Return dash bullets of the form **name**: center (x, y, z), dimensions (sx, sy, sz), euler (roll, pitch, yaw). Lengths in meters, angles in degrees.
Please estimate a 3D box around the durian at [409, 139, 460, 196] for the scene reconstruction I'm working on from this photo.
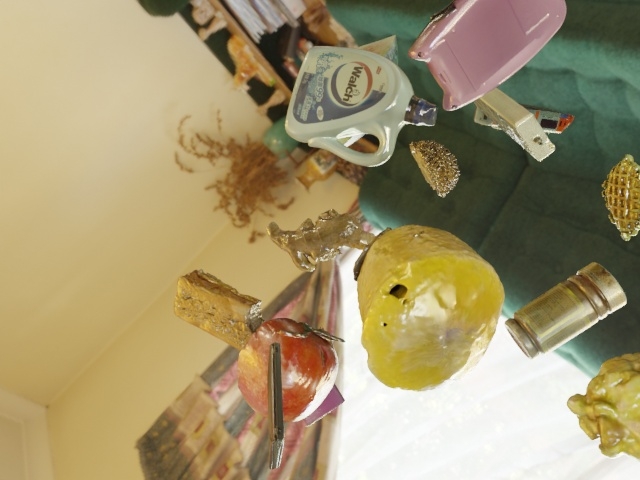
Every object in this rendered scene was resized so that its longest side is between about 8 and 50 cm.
- **durian**: center (0.301, -0.185, 1.432), dimensions (0.188, 0.091, 0.148), euler (57, -175, -45)

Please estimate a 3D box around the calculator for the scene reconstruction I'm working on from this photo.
- **calculator**: center (0.313, -0.374, 1.013), dimensions (0.194, 0.294, 0.043), euler (45, -170, -33)

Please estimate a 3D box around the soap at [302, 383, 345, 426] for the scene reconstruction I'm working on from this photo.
- **soap**: center (-0.047, 0.557, 2.188), dimensions (0.259, 0.181, 0.081), euler (58, 166, 11)

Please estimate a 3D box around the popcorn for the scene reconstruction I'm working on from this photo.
- **popcorn**: center (0.650, 0.352, 1.160), dimensions (0.259, 0.259, 0.212), euler (42, -179, 39)

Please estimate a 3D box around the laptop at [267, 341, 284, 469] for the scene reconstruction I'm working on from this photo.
- **laptop**: center (-0.091, 0.329, 1.129), dimensions (0.154, 0.026, 0.207), euler (98, 170, -48)

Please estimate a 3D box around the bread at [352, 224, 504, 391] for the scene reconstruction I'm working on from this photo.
- **bread**: center (0.133, 0.083, 0.737), dimensions (0.197, 0.197, 0.170), euler (45, -169, -27)

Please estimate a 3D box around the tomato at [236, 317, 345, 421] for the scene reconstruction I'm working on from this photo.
- **tomato**: center (-0.068, 0.357, 1.444), dimensions (0.309, 0.309, 0.170), euler (45, 177, -31)

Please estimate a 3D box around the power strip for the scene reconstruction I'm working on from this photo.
- **power strip**: center (0.394, -0.274, 1.217), dimensions (0.106, 0.043, 0.367), euler (44, -163, -26)

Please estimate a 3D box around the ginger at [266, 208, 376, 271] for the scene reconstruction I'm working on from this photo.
- **ginger**: center (0.002, -0.001, 1.642), dimensions (0.080, 0.333, 0.166), euler (17, -116, -75)

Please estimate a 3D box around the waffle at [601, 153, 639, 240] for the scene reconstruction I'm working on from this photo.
- **waffle**: center (0.909, -0.127, 1.682), dimensions (0.214, 0.054, 0.207), euler (91, 174, -58)

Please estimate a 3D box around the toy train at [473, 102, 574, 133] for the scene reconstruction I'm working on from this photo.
- **toy train**: center (0.671, -0.397, 1.852), dimensions (0.409, 0.089, 0.086), euler (-1, -159, -34)

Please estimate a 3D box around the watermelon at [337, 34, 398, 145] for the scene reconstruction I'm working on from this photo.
- **watermelon**: center (0.068, -0.433, 1.656), dimensions (0.258, 0.387, 0.228), euler (34, -139, 6)

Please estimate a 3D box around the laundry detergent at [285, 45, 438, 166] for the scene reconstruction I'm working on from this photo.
- **laundry detergent**: center (0.086, -0.258, 1.115), dimensions (0.281, 0.214, 0.105), euler (20, -176, 16)

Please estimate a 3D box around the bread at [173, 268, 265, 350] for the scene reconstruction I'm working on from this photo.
- **bread**: center (-0.299, 0.229, 1.835), dimensions (0.380, 0.185, 0.109), euler (23, -162, 20)

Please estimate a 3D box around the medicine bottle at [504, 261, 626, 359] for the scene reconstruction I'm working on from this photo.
- **medicine bottle**: center (0.724, 0.214, 1.695), dimensions (0.151, 0.322, 0.151), euler (56, -176, -5)
